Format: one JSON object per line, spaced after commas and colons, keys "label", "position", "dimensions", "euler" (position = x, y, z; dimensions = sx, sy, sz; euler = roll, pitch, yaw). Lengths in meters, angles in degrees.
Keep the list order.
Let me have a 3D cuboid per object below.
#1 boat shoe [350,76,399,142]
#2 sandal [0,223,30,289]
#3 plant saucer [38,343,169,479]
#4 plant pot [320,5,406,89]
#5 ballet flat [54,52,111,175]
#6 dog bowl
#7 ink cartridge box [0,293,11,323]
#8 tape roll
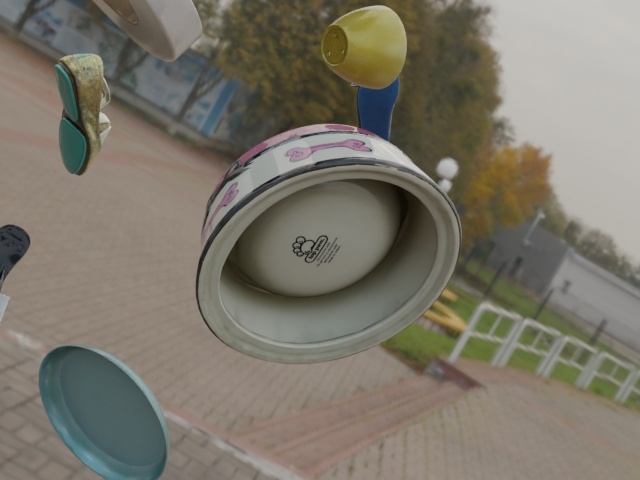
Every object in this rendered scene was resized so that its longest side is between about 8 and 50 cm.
{"label": "boat shoe", "position": [0.108, -0.306, 2.082], "dimensions": [0.109, 0.258, 0.089], "euler": [-1, 44, -12]}
{"label": "sandal", "position": [-0.662, 0.074, 1.882], "dimensions": [0.097, 0.254, 0.054], "euler": [27, -26, -14]}
{"label": "plant saucer", "position": [-0.406, 0.328, 1.818], "dimensions": [0.318, 0.317, 0.044], "euler": [31, 38, 15]}
{"label": "plant pot", "position": [0.057, -0.310, 1.523], "dimensions": [0.095, 0.134, 0.134], "euler": [-7, 29, -40]}
{"label": "ballet flat", "position": [-0.534, -0.287, 2.182], "dimensions": [0.123, 0.123, 0.348], "euler": [31, -38, 15]}
{"label": "dog bowl", "position": [0.000, 0.000, 1.461], "dimensions": [0.408, 0.408, 0.150], "euler": [26, 29, -36]}
{"label": "ink cartridge box", "position": [-0.710, 0.129, 1.982], "dimensions": [0.115, 0.063, 0.029], "euler": [20, -8, -12]}
{"label": "tape roll", "position": [-0.364, -0.479, 1.653], "dimensions": [0.392, 0.072, 0.392], "euler": [43, -10, 10]}
